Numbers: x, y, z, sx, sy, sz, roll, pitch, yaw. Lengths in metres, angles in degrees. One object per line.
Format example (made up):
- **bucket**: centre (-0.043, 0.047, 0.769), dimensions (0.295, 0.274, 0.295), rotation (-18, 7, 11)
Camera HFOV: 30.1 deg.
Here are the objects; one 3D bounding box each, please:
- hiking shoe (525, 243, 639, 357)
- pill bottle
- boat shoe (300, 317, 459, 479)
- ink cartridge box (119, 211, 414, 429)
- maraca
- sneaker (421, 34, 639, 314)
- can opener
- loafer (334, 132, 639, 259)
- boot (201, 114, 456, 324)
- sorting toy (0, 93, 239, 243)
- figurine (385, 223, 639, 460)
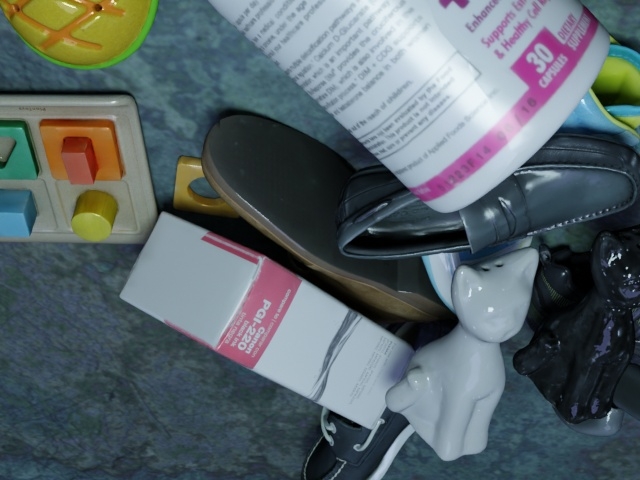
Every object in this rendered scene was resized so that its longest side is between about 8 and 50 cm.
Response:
- **hiking shoe**: centre (0.303, 0.053, 1.085), dimensions (0.226, 0.086, 0.114), rotation (3, 143, 3)
- **pill bottle**: centre (0.028, -0.166, 0.744), dimensions (0.283, 0.160, 0.160), rotation (42, 131, -9)
- **boat shoe**: centre (0.053, 0.170, 1.241), dimensions (0.091, 0.114, 0.302), rotation (24, 124, -23)
- **ink cartridge box**: centre (-0.045, 0.073, 1.064), dimensions (0.218, 0.092, 0.158), rotation (31, 174, -43)
- **maraca**: centre (-0.174, -0.208, 0.820), dimensions (0.127, 0.099, 0.186), rotation (0, 115, 11)
- **sneaker**: centre (0.176, -0.049, 0.948), dimensions (0.208, 0.127, 0.319), rotation (-10, 139, 18)
- **can opener**: centre (0.306, 0.157, 1.107), dimensions (0.074, 0.093, 0.280), rotation (9, -177, -15)
- **loafer**: centre (0.117, -0.023, 0.849), dimensions (0.223, 0.078, 0.076), rotation (-7, 130, 19)
- **boot**: centre (0.000, 0.000, 1.047), dimensions (0.305, 0.112, 0.115), rotation (32, 144, -32)
- **sorting toy**: centre (-0.238, -0.050, 1.047), dimensions (0.347, 0.047, 0.196), rotation (1, 140, 4)
- **figurine**: centre (0.174, 0.071, 0.974), dimensions (0.214, 0.092, 0.209), rotation (-11, 141, -23)
